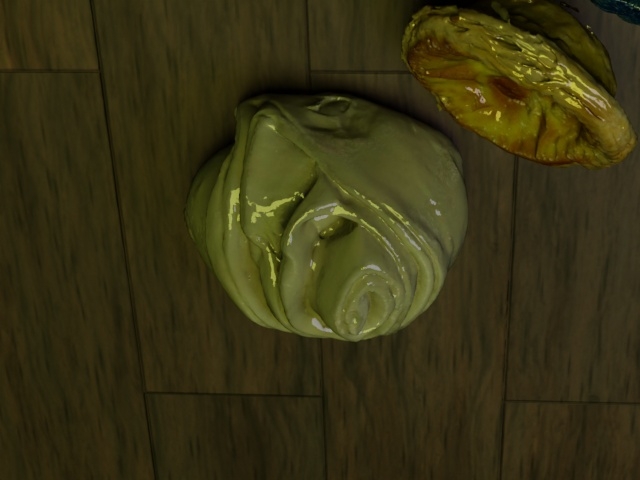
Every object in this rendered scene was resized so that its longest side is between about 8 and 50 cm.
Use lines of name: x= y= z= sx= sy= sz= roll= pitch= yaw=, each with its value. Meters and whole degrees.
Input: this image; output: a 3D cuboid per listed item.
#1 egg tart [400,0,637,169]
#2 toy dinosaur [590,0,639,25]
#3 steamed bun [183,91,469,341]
egg tart: x=0.225 y=-0.185 z=1.471 sx=0.295 sy=0.295 sz=0.116 roll=32 pitch=77 yaw=-15
toy dinosaur: x=0.347 y=-0.263 z=1.439 sx=0.363 sy=0.147 sz=0.076 roll=16 pitch=126 yaw=-14
steamed bun: x=0.004 y=-0.008 z=1.586 sx=0.324 sy=0.219 sz=0.309 roll=23 pitch=122 yaw=-10
